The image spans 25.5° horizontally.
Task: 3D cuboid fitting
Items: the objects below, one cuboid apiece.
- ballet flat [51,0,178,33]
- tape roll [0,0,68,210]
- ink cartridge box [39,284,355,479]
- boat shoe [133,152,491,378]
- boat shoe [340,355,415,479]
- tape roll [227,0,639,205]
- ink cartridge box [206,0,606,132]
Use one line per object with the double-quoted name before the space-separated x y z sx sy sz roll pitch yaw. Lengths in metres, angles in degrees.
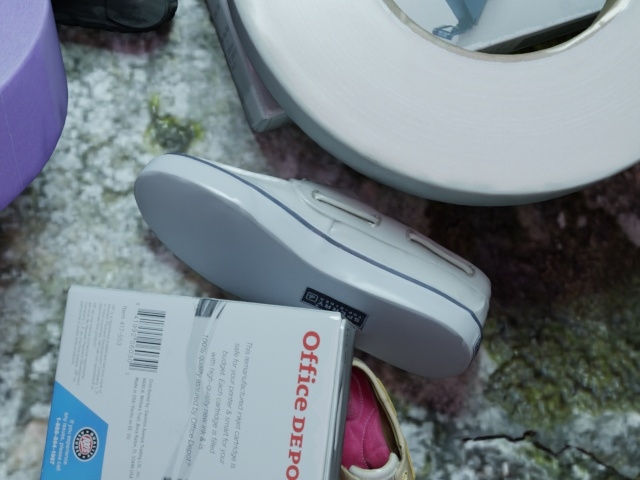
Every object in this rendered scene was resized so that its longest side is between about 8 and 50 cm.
"ballet flat" -0.190 -0.184 1.033 0.173 0.049 0.057 14 103 -1
"tape roll" -0.305 -0.109 0.903 0.275 0.090 0.275 -1 47 1
"ink cartridge box" -0.079 0.111 0.953 0.191 0.082 0.139 6 81 9
"boat shoe" 0.000 0.000 1.006 0.267 0.096 0.088 25 50 1
"boat shoe" 0.035 0.163 0.998 0.063 0.059 0.170 -18 84 -11
"tape roll" 0.122 -0.219 0.982 0.392 0.072 0.392 0 86 -3
"ink cartridge box" 0.048 -0.249 1.061 0.296 0.066 0.261 -19 86 -11
